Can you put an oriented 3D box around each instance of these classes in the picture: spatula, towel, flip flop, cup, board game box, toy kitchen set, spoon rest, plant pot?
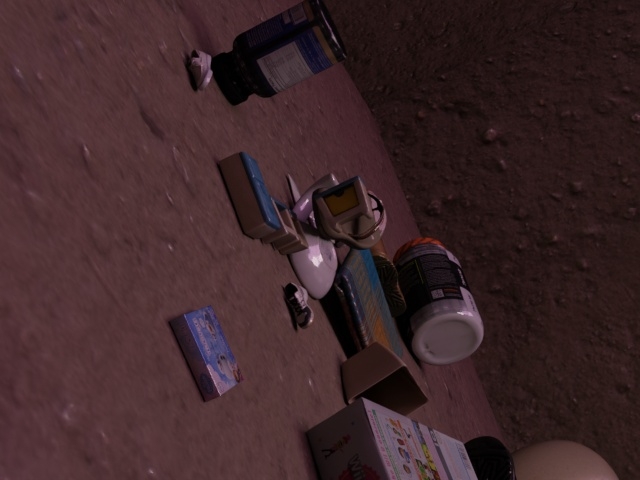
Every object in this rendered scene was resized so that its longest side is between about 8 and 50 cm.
[{"bbox_3d":[0.000,0.000,1.836,0.168,0.019,0.242,53,15,-51],"label":"spatula"},{"bbox_3d":[0.093,0.152,1.814,0.370,0.040,0.271,-50,122,-77],"label":"towel"},{"bbox_3d":[0.067,-0.049,1.682,0.277,0.080,0.112,12,62,-66],"label":"flip flop"},{"bbox_3d":[0.450,0.591,2.027,0.237,0.331,0.331,13,47,-42],"label":"cup"},{"bbox_3d":[0.129,0.358,1.266,0.303,0.097,0.224,35,27,-49],"label":"board game box"},{"bbox_3d":[-0.117,0.116,0.993,0.090,0.020,0.090,65,12,2],"label":"board game box"},{"bbox_3d":[-0.029,-0.078,1.462,0.122,0.166,0.207,68,11,16],"label":"toy kitchen set"},{"bbox_3d":[-0.015,-0.008,1.676,0.137,0.084,0.276,58,26,-30],"label":"spoon rest"},{"bbox_3d":[0.095,0.233,1.558,0.109,0.109,0.096,56,1,-38],"label":"plant pot"}]

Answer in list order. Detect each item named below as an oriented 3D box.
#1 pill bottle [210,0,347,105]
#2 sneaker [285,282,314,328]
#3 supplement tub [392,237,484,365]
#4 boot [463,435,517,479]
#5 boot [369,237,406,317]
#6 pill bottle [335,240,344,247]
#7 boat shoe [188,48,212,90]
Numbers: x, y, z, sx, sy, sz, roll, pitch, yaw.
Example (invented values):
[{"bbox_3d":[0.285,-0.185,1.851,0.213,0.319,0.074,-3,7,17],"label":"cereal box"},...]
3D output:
[{"bbox_3d":[-0.075,-0.325,1.659,0.123,0.219,0.123,61,12,-22],"label":"pill bottle"},{"bbox_3d":[-0.036,0.098,1.425,0.037,0.032,0.083,38,20,-38],"label":"sneaker"},{"bbox_3d":[0.288,0.147,2.427,0.193,0.193,0.316,56,14,-39],"label":"supplement tub"},{"bbox_3d":[0.325,0.563,1.735,0.260,0.131,0.348,53,35,-42],"label":"boot"},{"bbox_3d":[0.106,0.016,2.160,0.236,0.089,0.269,69,4,-49],"label":"boot"},{"bbox_3d":[0.042,-0.049,2.028,0.116,0.065,0.065,66,10,7],"label":"pill bottle"},{"bbox_3d":[-0.192,-0.270,1.491,0.035,0.035,0.100,28,32,-25],"label":"boat shoe"}]
